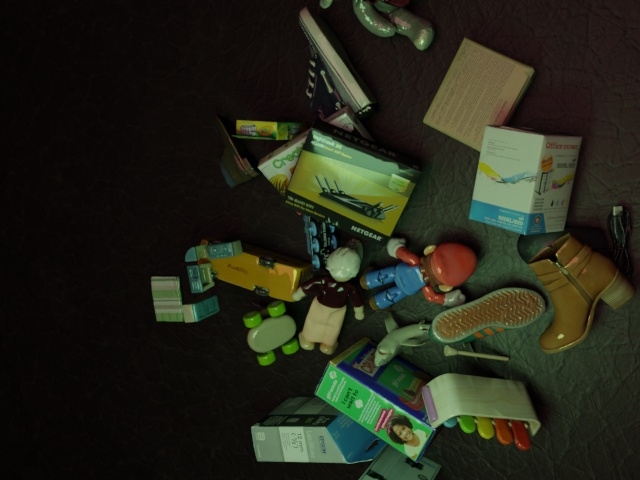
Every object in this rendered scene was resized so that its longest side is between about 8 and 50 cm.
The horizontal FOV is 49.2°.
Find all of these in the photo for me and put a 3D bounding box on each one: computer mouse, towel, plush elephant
[{"bbox_3d":[0.618,0.014,1.716,0.272,0.072,0.188,-1,98,25],"label":"computer mouse"},{"bbox_3d":[-0.499,0.190,2.286,0.113,0.023,0.152,-1,99,27],"label":"towel"},{"bbox_3d":[0.137,-0.658,1.735,0.330,0.255,0.272,24,107,20],"label":"plush elephant"}]

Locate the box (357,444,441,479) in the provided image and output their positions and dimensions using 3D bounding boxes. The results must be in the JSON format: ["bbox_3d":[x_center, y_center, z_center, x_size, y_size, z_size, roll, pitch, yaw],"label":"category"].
[{"bbox_3d":[0.205,0.665,1.882,0.169,0.290,0.087,24,107,21],"label":"box"}]

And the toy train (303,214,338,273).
[{"bbox_3d":[0.000,0.000,1.982,0.080,0.105,0.184,-11,108,-17],"label":"toy train"}]

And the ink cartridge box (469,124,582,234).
[{"bbox_3d":[0.488,-0.149,1.667,0.168,0.171,0.232,22,110,47],"label":"ink cartridge box"}]

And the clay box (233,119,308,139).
[{"bbox_3d":[-0.138,-0.306,1.932,0.127,0.222,0.053,7,100,23],"label":"clay box"}]

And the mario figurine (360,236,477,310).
[{"bbox_3d":[0.279,0.088,1.879,0.320,0.170,0.198,-21,130,35],"label":"mario figurine"}]

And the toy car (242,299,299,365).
[{"bbox_3d":[-0.164,0.249,2.057,0.149,0.188,0.155,-23,109,-15],"label":"toy car"}]

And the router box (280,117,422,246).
[{"bbox_3d":[0.080,-0.151,1.851,0.309,0.081,0.243,21,119,-3],"label":"router box"}]

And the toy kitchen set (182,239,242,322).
[{"bbox_3d":[-0.303,0.114,1.980,0.166,0.122,0.207,-7,96,26],"label":"toy kitchen set"}]

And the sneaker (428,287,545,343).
[{"bbox_3d":[0.421,0.195,1.800,0.302,0.121,0.108,-13,78,-5],"label":"sneaker"}]

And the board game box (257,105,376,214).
[{"bbox_3d":[0.005,-0.215,1.923,0.305,0.053,0.193,-28,118,26],"label":"board game box"}]

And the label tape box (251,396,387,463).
[{"bbox_3d":[0.019,0.527,1.968,0.348,0.249,0.115,-9,94,26],"label":"label tape box"}]

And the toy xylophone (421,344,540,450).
[{"bbox_3d":[0.412,0.392,1.767,0.323,0.236,0.081,16,130,-14],"label":"toy xylophone"}]

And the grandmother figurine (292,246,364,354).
[{"bbox_3d":[0.026,0.161,1.931,0.208,0.104,0.342,9,126,-15],"label":"grandmother figurine"}]

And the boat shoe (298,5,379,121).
[{"bbox_3d":[0.003,-0.451,1.893,0.158,0.127,0.340,-33,88,23],"label":"boat shoe"}]

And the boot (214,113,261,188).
[{"bbox_3d":[-0.277,-0.262,2.081,0.106,0.082,0.219,-34,85,22],"label":"boot"}]

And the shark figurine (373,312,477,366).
[{"bbox_3d":[0.277,0.281,1.917,0.278,0.166,0.116,-8,129,0],"label":"shark figurine"}]

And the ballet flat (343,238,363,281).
[{"bbox_3d":[0.068,0.086,1.983,0.070,0.070,0.188,23,106,20],"label":"ballet flat"}]

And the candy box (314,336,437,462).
[{"bbox_3d":[0.183,0.410,1.865,0.317,0.268,0.122,29,108,18],"label":"candy box"}]

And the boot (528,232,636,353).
[{"bbox_3d":[0.579,0.130,1.683,0.220,0.109,0.283,38,123,-9],"label":"boot"}]

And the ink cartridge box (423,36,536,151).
[{"bbox_3d":[0.398,-0.360,1.752,0.193,0.088,0.234,31,109,16],"label":"ink cartridge box"}]

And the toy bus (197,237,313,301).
[{"bbox_3d":[-0.197,0.079,2.067,0.333,0.130,0.108,16,105,22],"label":"toy bus"}]
